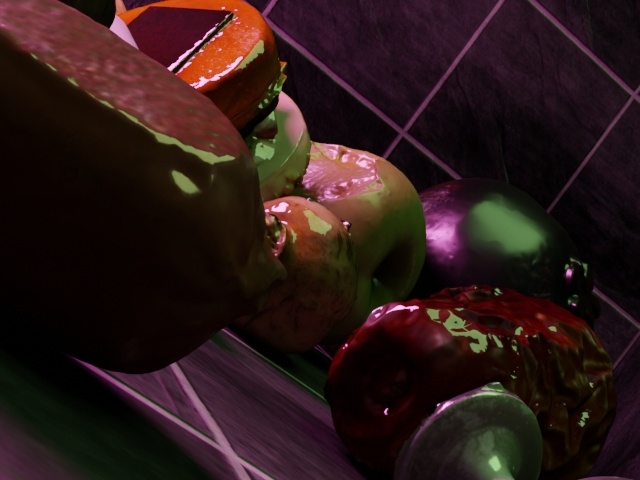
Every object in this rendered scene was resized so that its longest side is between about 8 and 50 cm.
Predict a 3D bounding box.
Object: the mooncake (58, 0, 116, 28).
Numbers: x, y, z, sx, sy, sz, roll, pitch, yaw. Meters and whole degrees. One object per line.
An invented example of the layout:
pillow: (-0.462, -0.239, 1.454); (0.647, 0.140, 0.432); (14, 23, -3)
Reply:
mooncake: (-0.271, -0.189, 0.955); (0.228, 0.228, 0.124); (37, -6, -8)

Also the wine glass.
wine glass: (0.150, 0.185, 0.737); (0.126, 0.126, 0.241); (37, -1, -31)

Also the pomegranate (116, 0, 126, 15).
pomegranate: (-0.356, -0.254, 1.577); (0.248, 0.248, 0.248); (37, 0, 0)

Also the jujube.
jujube: (0.129, 0.130, 1.052); (0.216, 0.216, 0.342); (36, 5, 29)

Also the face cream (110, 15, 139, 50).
face cream: (-0.177, -0.084, 1.174); (0.102, 0.102, 0.345); (37, 18, -47)

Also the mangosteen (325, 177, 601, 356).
mangosteen: (0.180, 0.103, 1.818); (0.435, 0.382, 0.382); (-8, -25, 28)

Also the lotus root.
lotus root: (-0.028, 0.037, 1.287); (0.140, 0.154, 0.257); (30, -6, 17)

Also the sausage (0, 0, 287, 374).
sausage: (-0.134, -0.036, 0.593); (0.254, 0.148, 0.148); (35, 0, 0)

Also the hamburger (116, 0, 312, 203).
hamburger: (-0.154, -0.132, 1.428); (0.291, 0.291, 0.225); (36, -30, 45)

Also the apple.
apple: (0.000, 0.000, 1.581); (0.279, 0.279, 0.279); (37, 0, 0)
